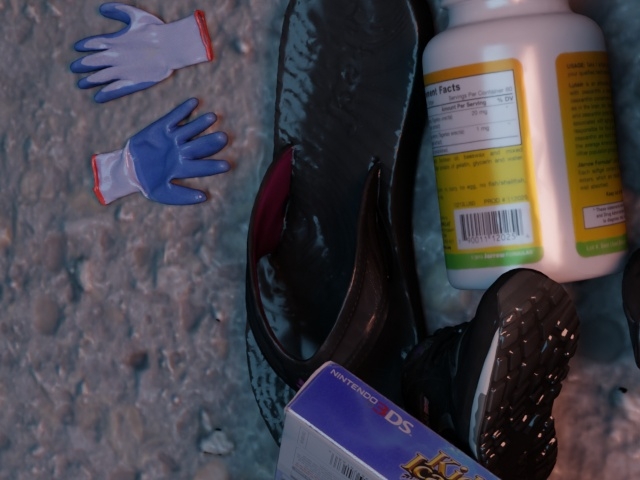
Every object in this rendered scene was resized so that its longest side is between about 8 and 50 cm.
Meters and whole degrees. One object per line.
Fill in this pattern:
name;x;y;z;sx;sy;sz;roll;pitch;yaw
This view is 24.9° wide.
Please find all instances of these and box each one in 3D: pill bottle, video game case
pill bottle;0.149;-0.092;1.076;0.136;0.136;0.245;-6;92;30
video game case;0.085;0.238;1.098;0.269;0.061;0.244;35;149;15

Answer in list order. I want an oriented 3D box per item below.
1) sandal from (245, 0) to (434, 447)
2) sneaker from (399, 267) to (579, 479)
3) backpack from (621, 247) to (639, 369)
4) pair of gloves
sandal;-0.002;-0.002;1.187;0.168;0.107;0.445;6;99;30
sneaker;0.105;0.106;1.074;0.124;0.107;0.283;36;150;27
backpack;0.304;0.030;0.999;0.182;0.152;0.115;-14;97;18
pair of gloves;-0.157;-0.124;1.314;0.159;0.023;0.198;-11;90;30
